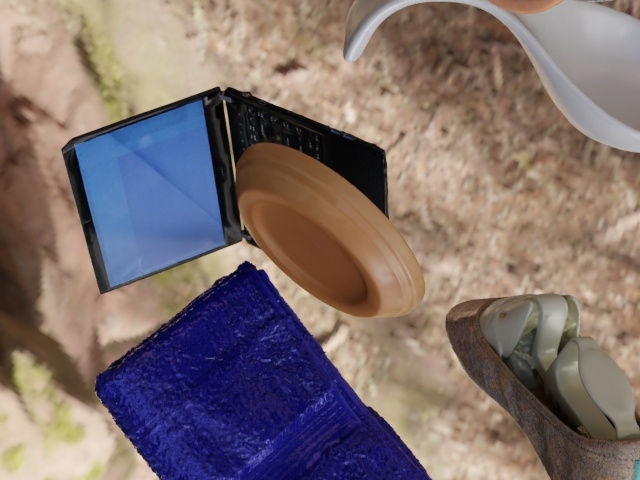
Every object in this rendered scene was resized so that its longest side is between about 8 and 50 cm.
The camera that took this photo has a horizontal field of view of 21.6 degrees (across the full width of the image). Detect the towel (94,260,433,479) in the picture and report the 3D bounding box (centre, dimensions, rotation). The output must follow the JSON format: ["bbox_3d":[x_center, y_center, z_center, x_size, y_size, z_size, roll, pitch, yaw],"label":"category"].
[{"bbox_3d":[-0.045,0.188,1.617,0.308,0.227,0.076,50,146,0],"label":"towel"}]

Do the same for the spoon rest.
[{"bbox_3d":[0.159,-0.136,1.202,0.276,0.137,0.084,14,135,-9],"label":"spoon rest"}]

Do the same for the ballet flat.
[{"bbox_3d":[0.198,0.108,1.391,0.107,0.316,0.106,-7,124,-22],"label":"ballet flat"}]

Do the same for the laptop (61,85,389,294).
[{"bbox_3d":[-0.080,-0.015,1.573,0.264,0.136,0.234,23,148,20],"label":"laptop"}]

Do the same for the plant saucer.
[{"bbox_3d":[0.000,0.000,1.441,0.200,0.037,0.200,35,158,17],"label":"plant saucer"}]

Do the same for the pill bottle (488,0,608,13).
[{"bbox_3d":[0.171,-0.214,0.915,0.130,0.246,0.130,30,140,29],"label":"pill bottle"}]
